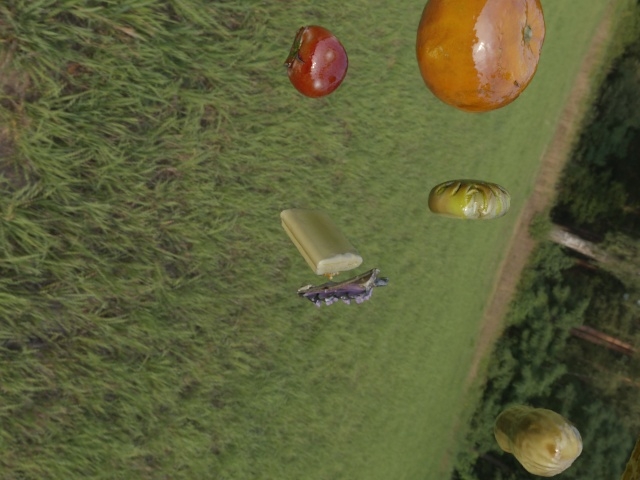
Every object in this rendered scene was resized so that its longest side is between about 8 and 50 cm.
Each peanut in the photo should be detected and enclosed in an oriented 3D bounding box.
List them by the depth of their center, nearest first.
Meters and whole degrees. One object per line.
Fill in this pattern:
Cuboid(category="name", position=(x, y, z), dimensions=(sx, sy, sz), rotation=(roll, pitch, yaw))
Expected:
Cuboid(category="peanut", position=(0.491, 0.462, 1.230), dimensions=(0.147, 0.148, 0.319), rotation=(-63, 176, -14))

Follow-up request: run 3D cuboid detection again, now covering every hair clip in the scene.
Cuboid(category="hair clip", position=(0.061, 0.144, 1.597), dimensions=(0.084, 0.292, 0.106), rotation=(62, 29, -29))

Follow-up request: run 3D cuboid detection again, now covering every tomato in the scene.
Cuboid(category="tomato", position=(-0.006, -0.430, 1.297), dimensions=(0.167, 0.167, 0.167), rotation=(-51, 154, -38))

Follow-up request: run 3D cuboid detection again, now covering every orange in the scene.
Cuboid(category="orange", position=(0.314, -0.399, 1.061), dimensions=(0.284, 0.226, 0.283), rotation=(-13, 106, -50))

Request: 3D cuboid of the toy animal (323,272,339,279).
Cuboid(category="toy animal", position=(0.022, 0.079, 1.601), dimensions=(0.061, 0.081, 0.083), rotation=(-31, 146, 4))

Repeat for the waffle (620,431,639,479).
Cuboid(category="waffle", position=(0.628, 0.505, 1.025), dimensions=(0.248, 0.055, 0.220), rotation=(-18, 124, -65))

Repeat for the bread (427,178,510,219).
Cuboid(category="bread", position=(0.397, -0.112, 1.421), dimensions=(0.213, 0.214, 0.104), rotation=(-16, 107, -65))

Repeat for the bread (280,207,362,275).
Cuboid(category="bread", position=(-0.001, 0.000, 1.219), dimensions=(0.140, 0.178, 0.060), rotation=(0, 132, -39))
